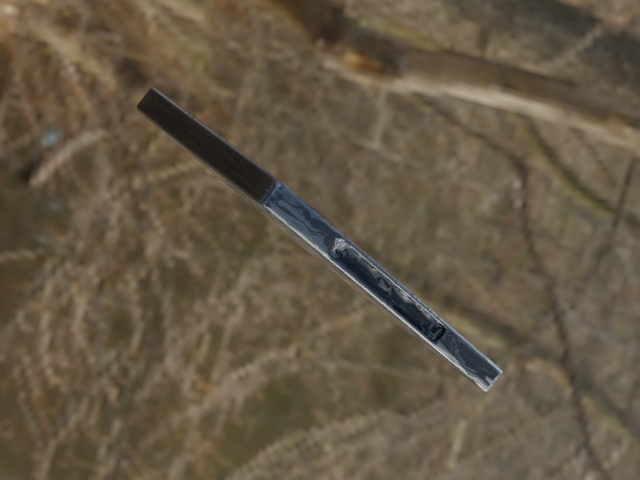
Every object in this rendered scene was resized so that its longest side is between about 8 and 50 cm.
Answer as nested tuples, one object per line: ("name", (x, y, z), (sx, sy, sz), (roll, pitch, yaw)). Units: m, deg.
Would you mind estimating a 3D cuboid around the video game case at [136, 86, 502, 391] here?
("video game case", (0.000, 0.000, 1.461), (0.026, 0.196, 0.274), (-52, 129, -1))
